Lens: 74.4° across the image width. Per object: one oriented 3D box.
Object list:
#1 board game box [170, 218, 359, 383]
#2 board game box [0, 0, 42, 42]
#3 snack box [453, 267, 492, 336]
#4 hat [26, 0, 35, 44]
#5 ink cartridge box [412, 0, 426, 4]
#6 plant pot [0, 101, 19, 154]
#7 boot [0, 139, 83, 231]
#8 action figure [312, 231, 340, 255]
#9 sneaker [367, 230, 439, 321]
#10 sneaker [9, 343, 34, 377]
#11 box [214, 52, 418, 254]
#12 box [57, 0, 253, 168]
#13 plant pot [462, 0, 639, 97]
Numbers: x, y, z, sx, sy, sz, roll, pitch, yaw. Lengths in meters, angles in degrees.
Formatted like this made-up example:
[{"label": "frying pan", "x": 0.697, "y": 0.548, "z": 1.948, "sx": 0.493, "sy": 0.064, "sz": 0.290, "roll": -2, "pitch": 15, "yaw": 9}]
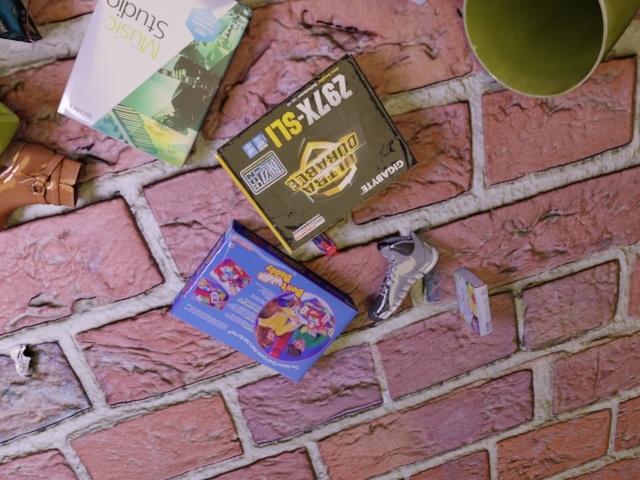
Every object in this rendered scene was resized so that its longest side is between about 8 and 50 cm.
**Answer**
[{"label": "board game box", "x": -0.121, "y": 0.147, "z": 0.960, "sx": 0.347, "sy": 0.078, "sz": 0.233, "roll": 36, "pitch": 100, "yaw": -20}, {"label": "board game box", "x": -0.521, "y": -0.409, "z": 0.651, "sx": 0.026, "sy": 0.126, "sz": 0.186, "roll": -22, "pitch": 113, "yaw": -2}, {"label": "snack box", "x": 0.376, "y": 0.151, "z": 1.043, "sx": 0.037, "sy": 0.100, "sz": 0.141, "roll": -17, "pitch": 112, "yaw": -5}, {"label": "hat", "x": -0.462, "y": -0.481, "z": 0.677, "sx": 0.173, "sy": 0.183, "sz": 0.208, "roll": 34, "pitch": 57, "yaw": 6}, {"label": "ink cartridge box", "x": 0.203, "y": -0.565, "z": 0.553, "sx": 0.166, "sy": 0.395, "sz": 0.285, "roll": 17, "pitch": 89, "yaw": -16}, {"label": "plant pot", "x": -0.664, "y": -0.164, "z": 0.640, "sx": 0.228, "sy": 0.227, "sz": 0.207, "roll": 36, "pitch": 109, "yaw": 5}, {"label": "boot", "x": -0.547, "y": -0.085, "z": 0.799, "sx": 0.152, "sy": 0.073, "sz": 0.197, "roll": 16, "pitch": 109, "yaw": -20}, {"label": "action figure", "x": 0.000, "y": 0.000, "z": 0.954, "sx": 0.115, "sy": 0.030, "sz": 0.038, "roll": 38, "pitch": 104, "yaw": -14}, {"label": "sneaker", "x": 0.160, "y": 0.071, "z": 0.991, "sx": 0.132, "sy": 0.086, "sz": 0.228, "roll": 42, "pitch": 88, "yaw": -16}, {"label": "sneaker", "x": -0.650, "y": 0.267, "z": 0.930, "sx": 0.037, "sy": 0.032, "sz": 0.083, "roll": -12, "pitch": 113, "yaw": -6}, {"label": "box", "x": -0.006, "y": -0.169, "z": 0.852, "sx": 0.322, "sy": 0.079, "sz": 0.257, "roll": -35, "pitch": 104, "yaw": 3}, {"label": "box", "x": -0.296, "y": -0.323, "z": 0.763, "sx": 0.232, "sy": 0.058, "sz": 0.322, "roll": 24, "pitch": 105, "yaw": -18}, {"label": "plant pot", "x": 0.467, "y": -0.464, "z": 0.767, "sx": 0.293, "sy": 0.275, "sz": 0.275, "roll": -41, "pitch": 113, "yaw": -11}]
